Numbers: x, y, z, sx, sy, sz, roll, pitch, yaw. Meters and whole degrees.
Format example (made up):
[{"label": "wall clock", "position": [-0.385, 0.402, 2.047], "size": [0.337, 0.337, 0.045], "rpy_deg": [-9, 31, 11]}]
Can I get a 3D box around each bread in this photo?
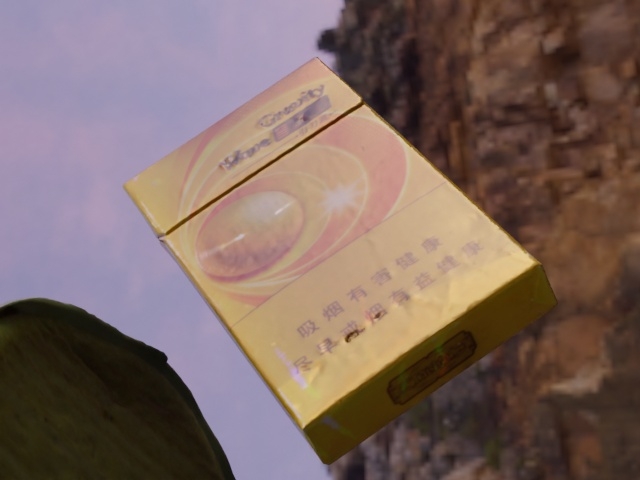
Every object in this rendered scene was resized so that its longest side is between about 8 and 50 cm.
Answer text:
[{"label": "bread", "position": [-0.128, 0.179, 0.911], "size": [0.301, 0.045, 0.301], "rpy_deg": [43, -145, -41]}]

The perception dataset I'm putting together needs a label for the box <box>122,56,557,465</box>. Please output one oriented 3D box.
[{"label": "box", "position": [0.000, 0.000, 0.910], "size": [0.152, 0.269, 0.043], "rpy_deg": [-33, -51, -6]}]
